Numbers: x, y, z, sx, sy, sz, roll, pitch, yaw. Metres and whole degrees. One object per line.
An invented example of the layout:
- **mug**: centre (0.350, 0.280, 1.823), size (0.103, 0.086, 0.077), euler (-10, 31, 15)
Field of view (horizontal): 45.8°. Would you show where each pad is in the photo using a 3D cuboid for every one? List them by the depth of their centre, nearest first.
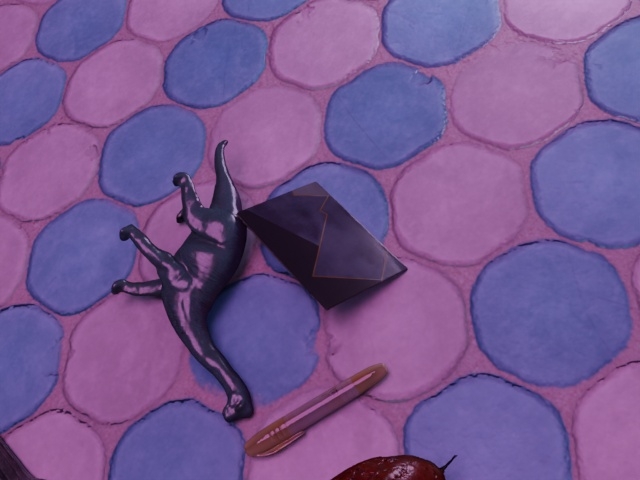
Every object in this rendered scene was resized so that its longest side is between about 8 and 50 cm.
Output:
- **pad**: centre (0.000, 0.000, 1.187), size (0.163, 0.004, 0.243), euler (-24, 52, -30)

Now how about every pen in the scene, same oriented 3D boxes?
- **pen**: centre (-0.004, 0.244, 1.076), size (0.233, 0.032, 0.040), euler (-30, 80, -1)

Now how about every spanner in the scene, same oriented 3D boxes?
- **spanner**: centre (-0.513, 0.330, 1.195), size (0.302, 0.017, 0.071), euler (35, 76, 30)

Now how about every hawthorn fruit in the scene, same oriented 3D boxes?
- **hawthorn fruit**: centre (0.087, 0.332, 0.922), size (0.235, 0.181, 0.181), euler (-41, 57, -22)

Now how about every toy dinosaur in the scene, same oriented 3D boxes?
- **toy dinosaur**: centre (-0.142, 0.049, 1.206), size (0.330, 0.129, 0.383), euler (31, 72, 18)
